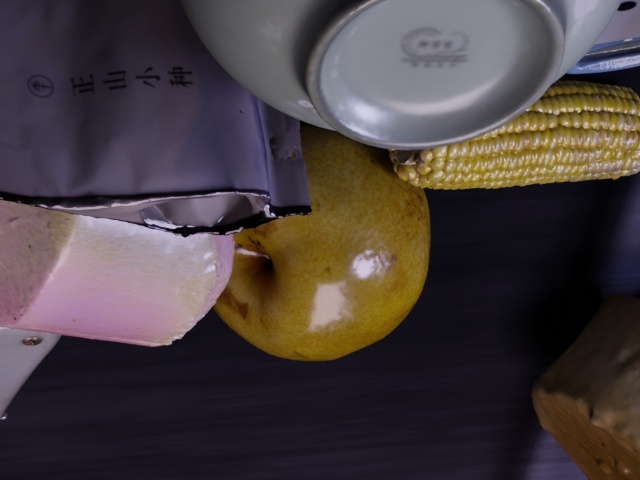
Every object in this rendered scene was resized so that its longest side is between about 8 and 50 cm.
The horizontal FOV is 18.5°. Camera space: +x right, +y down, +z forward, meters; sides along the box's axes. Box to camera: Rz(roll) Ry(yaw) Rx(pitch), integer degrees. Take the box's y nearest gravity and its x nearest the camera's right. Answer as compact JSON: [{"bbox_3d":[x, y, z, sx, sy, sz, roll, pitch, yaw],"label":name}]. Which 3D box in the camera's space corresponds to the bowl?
[{"bbox_3d":[0.063,-0.186,1.330,0.354,0.185,0.354,-7,144,-5],"label":"bowl"}]

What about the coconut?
[{"bbox_3d":[-0.202,-0.033,1.558,0.245,0.233,0.233,14,145,-38],"label":"coconut"}]

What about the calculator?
[{"bbox_3d":[0.244,-0.195,1.564,0.121,0.039,0.210,-8,153,0],"label":"calculator"}]

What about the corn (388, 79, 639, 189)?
[{"bbox_3d":[0.170,-0.091,1.666,0.244,0.093,0.093,-3,154,-31],"label":"corn"}]

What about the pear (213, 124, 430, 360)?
[{"bbox_3d":[0.000,0.000,1.694,0.209,0.209,0.209,-7,152,-4],"label":"pear"}]

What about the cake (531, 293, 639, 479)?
[{"bbox_3d":[0.435,0.155,2.085,0.321,0.332,0.332,-45,155,-12],"label":"cake"}]

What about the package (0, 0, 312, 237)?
[{"bbox_3d":[-0.136,-0.104,1.446,0.251,0.204,0.062,4,149,-20],"label":"package"}]

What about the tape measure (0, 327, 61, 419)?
[{"bbox_3d":[-0.367,0.082,1.815,0.265,0.130,0.258,6,151,-26],"label":"tape measure"}]
